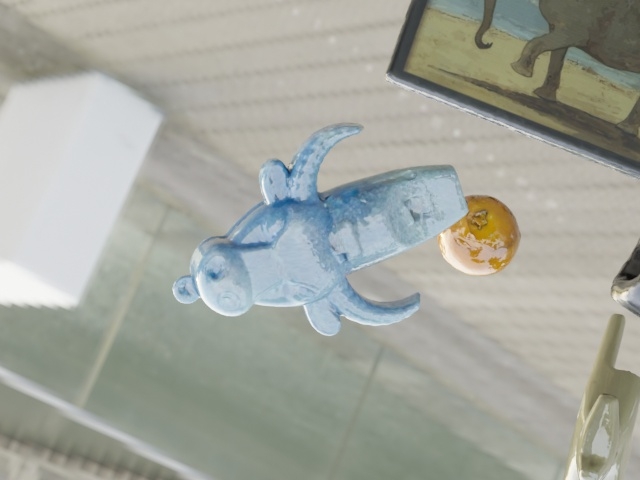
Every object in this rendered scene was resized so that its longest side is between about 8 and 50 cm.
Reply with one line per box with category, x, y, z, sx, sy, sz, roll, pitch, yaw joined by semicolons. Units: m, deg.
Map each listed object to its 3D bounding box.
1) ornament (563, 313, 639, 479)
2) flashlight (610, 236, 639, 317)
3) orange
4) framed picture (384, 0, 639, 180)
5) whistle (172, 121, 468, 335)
ornament;0.286;0.193;1.781;0.061;0.245;0.230;13;137;11
flashlight;0.368;0.109;1.103;0.424;0.103;0.103;33;162;-3
orange;0.154;-0.005;1.726;0.083;0.084;0.083;21;163;7
framed picture;0.217;-0.216;1.278;0.265;0.347;0.016;22;159;-3
whistle;0.000;0.000;1.524;0.093;0.269;0.180;-128;17;-79
